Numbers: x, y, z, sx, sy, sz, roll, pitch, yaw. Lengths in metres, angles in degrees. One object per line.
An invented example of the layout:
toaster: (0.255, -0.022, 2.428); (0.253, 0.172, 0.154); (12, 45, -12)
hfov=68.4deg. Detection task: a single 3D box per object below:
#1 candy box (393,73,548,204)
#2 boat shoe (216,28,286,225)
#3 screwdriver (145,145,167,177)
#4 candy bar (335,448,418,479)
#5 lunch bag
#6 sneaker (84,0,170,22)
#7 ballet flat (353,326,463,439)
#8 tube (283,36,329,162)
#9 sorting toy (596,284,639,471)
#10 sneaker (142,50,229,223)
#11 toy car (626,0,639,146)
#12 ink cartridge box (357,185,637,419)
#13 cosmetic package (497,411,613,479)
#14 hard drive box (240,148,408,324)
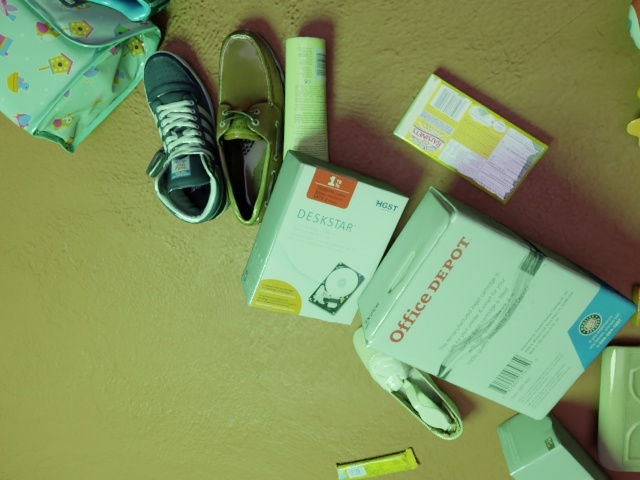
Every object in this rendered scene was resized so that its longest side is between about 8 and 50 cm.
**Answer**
candy box: (0.227, -0.154, 0.722); (0.206, 0.027, 0.105); (33, 110, 2)
boat shoe: (-0.107, -0.175, 0.741); (0.111, 0.104, 0.307); (-5, 103, 12)
screwdriver: (-0.252, -0.180, 0.818); (0.024, 0.025, 0.169); (38, 99, 1)
candy bar: (0.103, 0.431, 0.900); (0.162, 0.018, 0.040); (-19, 96, 15)
lunch bag: (-0.413, -0.311, 0.742); (0.223, 0.160, 0.262); (42, 90, 3)
sneaker: (-0.369, -0.424, 0.645); (0.341, 0.139, 0.125); (18, 142, -17)
ballet flat: (0.152, 0.248, 0.811); (0.248, 0.086, 0.086); (44, 108, -2)
tube: (-0.024, -0.190, 0.744); (0.070, 0.062, 0.240); (3, 105, 14)
sorting toy: (0.568, 0.221, 0.749); (0.229, 0.041, 0.306); (0, 98, 8)
sneaker: (-0.215, -0.158, 0.732); (0.099, 0.153, 0.282); (-15, 103, 2)
toy car: (0.468, -0.211, 0.599); (0.211, 0.219, 0.237); (16, 135, 7)
ink cartridge box: (0.242, 0.094, 0.692); (0.308, 0.129, 0.223); (26, 109, -13)
cosmetic package: (0.414, 0.401, 0.776); (0.238, 0.127, 0.107); (45, 107, -1)
hard drive box: (0.000, 0.000, 0.737); (0.181, 0.089, 0.232); (14, 109, -22)
